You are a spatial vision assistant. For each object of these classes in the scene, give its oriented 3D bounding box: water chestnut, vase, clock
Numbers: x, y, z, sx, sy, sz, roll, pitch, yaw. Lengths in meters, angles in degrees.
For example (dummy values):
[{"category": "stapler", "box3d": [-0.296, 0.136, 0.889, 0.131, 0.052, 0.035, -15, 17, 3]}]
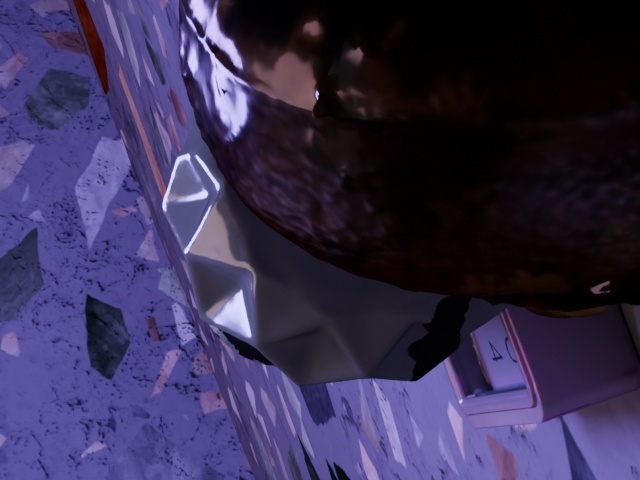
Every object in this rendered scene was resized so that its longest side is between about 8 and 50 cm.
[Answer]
[{"category": "water chestnut", "box3d": [0.066, -0.090, 0.468, 0.238, 0.224, 0.223, 70, 173, -48]}, {"category": "vase", "box3d": [0.000, 0.000, 0.774, 0.360, 0.165, 0.165, 128, 122, -80]}, {"category": "clock", "box3d": [0.095, 0.003, 0.838, 0.150, 0.063, 0.197, 141, 109, -77]}]
